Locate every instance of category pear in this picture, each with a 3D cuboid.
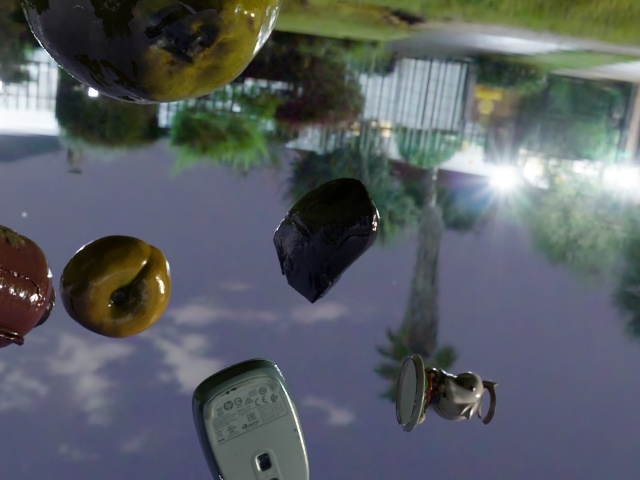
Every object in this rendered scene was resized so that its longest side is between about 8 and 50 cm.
[{"bbox_3d":[-0.210,-0.355,1.223,0.352,0.352,0.413,-3,-130,-37],"label":"pear"}]

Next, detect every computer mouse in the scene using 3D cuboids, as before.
[{"bbox_3d":[-0.109,0.315,1.536,0.160,0.288,0.097,-22,-159,-13],"label":"computer mouse"},{"bbox_3d":[0.000,0.000,1.325,0.073,0.217,0.122,-18,-110,-36],"label":"computer mouse"}]

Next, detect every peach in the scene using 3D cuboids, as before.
[{"bbox_3d":[-0.459,0.103,2.184,0.251,0.251,0.153,1,-159,-24],"label":"peach"}]

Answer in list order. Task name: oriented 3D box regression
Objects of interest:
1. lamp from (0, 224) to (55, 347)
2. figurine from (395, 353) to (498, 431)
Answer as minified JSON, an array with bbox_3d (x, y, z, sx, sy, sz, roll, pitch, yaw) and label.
[{"bbox_3d":[-0.466,0.057,1.285,0.180,0.180,0.258,22,173,44],"label":"lamp"},{"bbox_3d":[0.212,0.259,1.584,0.154,0.132,0.132,8,-166,-10],"label":"figurine"}]
